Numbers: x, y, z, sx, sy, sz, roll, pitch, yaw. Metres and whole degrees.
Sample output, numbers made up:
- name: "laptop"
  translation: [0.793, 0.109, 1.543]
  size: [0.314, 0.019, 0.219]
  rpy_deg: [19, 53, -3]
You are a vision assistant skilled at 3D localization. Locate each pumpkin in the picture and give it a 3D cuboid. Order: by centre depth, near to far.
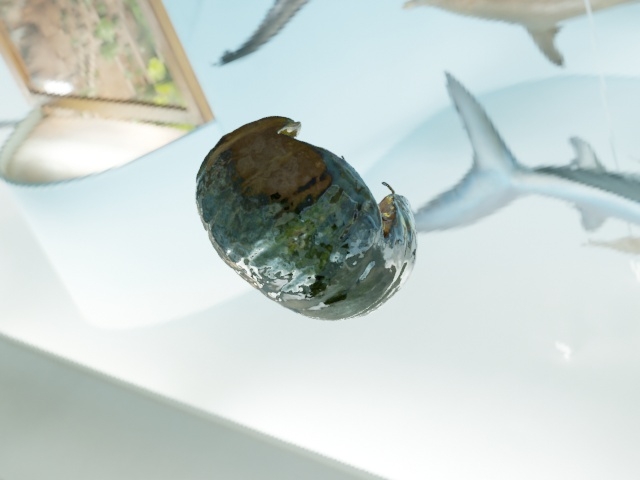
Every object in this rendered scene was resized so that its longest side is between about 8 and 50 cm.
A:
- name: "pumpkin"
  translation: [0.000, 0.000, 0.800]
  size: [0.119, 0.183, 0.107]
  rpy_deg: [-42, -138, 25]
